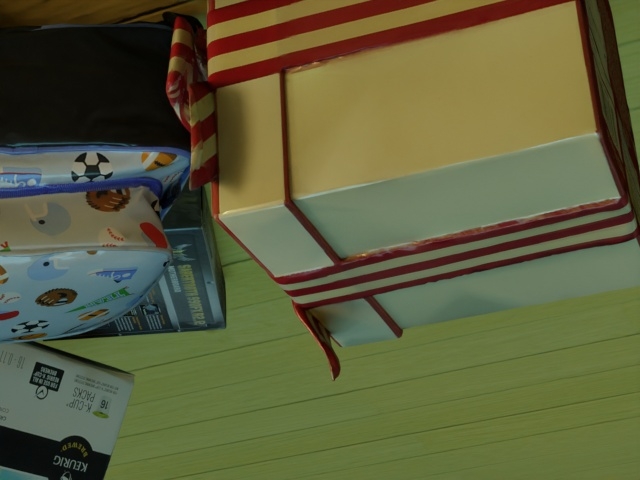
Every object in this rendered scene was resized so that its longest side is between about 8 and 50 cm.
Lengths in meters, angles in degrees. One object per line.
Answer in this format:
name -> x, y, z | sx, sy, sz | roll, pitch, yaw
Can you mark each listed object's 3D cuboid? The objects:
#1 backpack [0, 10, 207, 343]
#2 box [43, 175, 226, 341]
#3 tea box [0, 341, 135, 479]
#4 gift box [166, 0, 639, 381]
backpack -> -0.220, -0.037, 1.008 | 0.276, 0.213, 0.263 | 2, 165, -17
box -> -0.185, 0.019, 1.281 | 0.183, 0.056, 0.231 | -4, 155, 0
tea box -> -0.397, 0.217, 1.298 | 0.220, 0.324, 0.329 | 11, 170, 43
gift box -> 0.054, -0.072, 0.887 | 0.258, 0.276, 0.255 | -11, 148, 18
